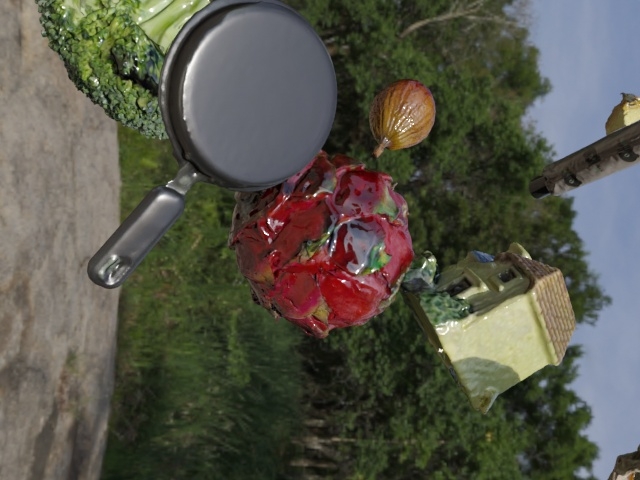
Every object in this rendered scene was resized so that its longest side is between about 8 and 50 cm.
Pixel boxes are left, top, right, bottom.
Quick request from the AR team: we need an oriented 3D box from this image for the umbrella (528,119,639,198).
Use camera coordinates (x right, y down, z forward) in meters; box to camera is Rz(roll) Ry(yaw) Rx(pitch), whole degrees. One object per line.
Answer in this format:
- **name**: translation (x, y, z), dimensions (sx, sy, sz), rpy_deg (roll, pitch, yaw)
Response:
- **umbrella**: translation (0.484, -0.140, 1.138), dimensions (0.337, 0.073, 0.067), rpy_deg (-32, -110, 63)

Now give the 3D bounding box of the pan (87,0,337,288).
- **pan**: translation (-0.074, -0.059, 0.451), dimensions (0.235, 0.136, 0.028), rpy_deg (-52, -144, -5)

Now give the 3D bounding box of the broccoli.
- **broccoli**: translation (-0.353, -0.355, 1.247), dimensions (0.277, 0.318, 0.338), rpy_deg (103, -24, -67)

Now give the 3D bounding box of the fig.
- **fig**: translation (0.116, -0.199, 1.108), dimensions (0.119, 0.153, 0.119), rpy_deg (50, -18, 23)

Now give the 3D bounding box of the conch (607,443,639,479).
- **conch**: translation (0.494, 0.354, 0.881), dimensions (0.159, 0.291, 0.210), rpy_deg (-25, 95, -48)

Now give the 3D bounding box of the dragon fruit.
- **dragon fruit**: translation (0.001, -0.001, 1.109), dimensions (0.329, 0.330, 0.329), rpy_deg (-176, -90, -87)

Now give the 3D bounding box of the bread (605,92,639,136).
- **bread**: translation (0.743, -0.258, 1.574), dimensions (0.152, 0.127, 0.147), rpy_deg (120, -24, -72)

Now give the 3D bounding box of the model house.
- **model house**: translation (0.304, 0.107, 1.246), dimensions (0.261, 0.266, 0.321), rpy_deg (62, 1, -26)
